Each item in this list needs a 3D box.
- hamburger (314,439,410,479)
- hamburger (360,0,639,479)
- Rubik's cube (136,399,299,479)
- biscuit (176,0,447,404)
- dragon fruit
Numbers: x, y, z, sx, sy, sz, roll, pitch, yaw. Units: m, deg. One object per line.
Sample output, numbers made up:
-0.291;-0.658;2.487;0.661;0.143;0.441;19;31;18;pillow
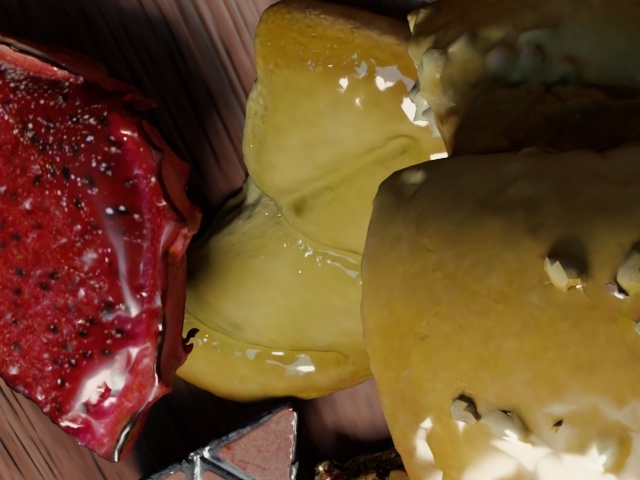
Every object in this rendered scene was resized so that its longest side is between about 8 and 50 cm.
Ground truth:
0.073;0.225;0.895;0.231;0.107;0.231;15;126;21;hamburger
0.229;0.069;0.571;0.287;0.268;0.445;-29;115;33;hamburger
-0.090;0.208;0.926;0.211;0.178;0.190;-23;100;-6;Rubik's cube
0.003;0.003;0.783;0.154;0.045;0.299;29;135;2;biscuit
-0.158;-0.015;0.787;0.262;0.163;0.189;36;163;10;dragon fruit
